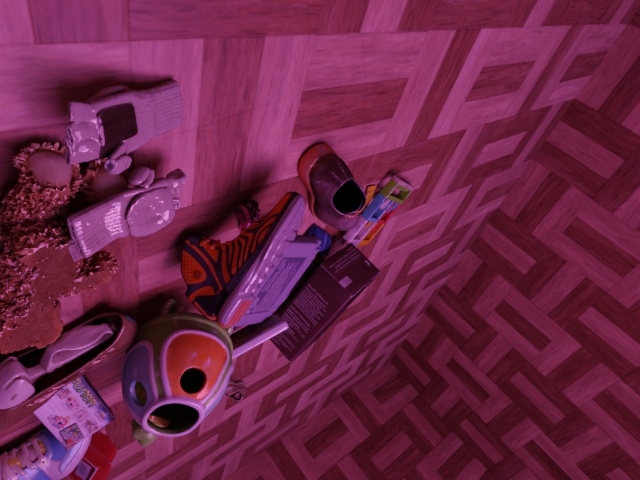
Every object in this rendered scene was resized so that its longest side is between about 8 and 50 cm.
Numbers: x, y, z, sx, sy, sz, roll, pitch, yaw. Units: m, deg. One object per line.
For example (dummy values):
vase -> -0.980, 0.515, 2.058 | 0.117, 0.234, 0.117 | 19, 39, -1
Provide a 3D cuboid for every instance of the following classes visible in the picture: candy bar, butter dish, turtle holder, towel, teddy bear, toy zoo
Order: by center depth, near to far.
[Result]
teddy bear -> -0.423, 0.007, 0.672 | 0.245, 0.113, 0.337 | -17, 136, -54
turtle holder -> -0.346, 0.314, 0.996 | 0.321, 0.227, 0.243 | -28, 128, 11
butter dish -> -0.620, 0.575, 1.200 | 0.160, 0.160, 0.118 | -54, 175, 20
towel -> 0.000, 0.000, 1.284 | 0.119, 0.029, 0.067 | 32, 67, -62
candy bar -> 0.126, -0.101, 1.349 | 0.040, 0.018, 0.161 | -17, 145, -44
toy zoo -> 0.177, -0.074, 1.420 | 0.293, 0.030, 0.192 | -51, 160, 16

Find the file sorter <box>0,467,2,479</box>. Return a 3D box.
file sorter -> -0.579, 0.257, 0.579 | 0.173, 0.193, 0.277 | -27, 123, -27

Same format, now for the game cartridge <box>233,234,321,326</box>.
game cartridge -> -0.137, 0.102, 1.129 | 0.294, 0.060, 0.196 | -54, 155, 20

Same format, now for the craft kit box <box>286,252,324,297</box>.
craft kit box -> -0.132, 0.097, 1.247 | 0.250, 0.061, 0.247 | -46, 156, 6

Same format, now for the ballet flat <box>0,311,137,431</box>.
ballet flat -> -0.513, 0.235, 0.834 | 0.343, 0.116, 0.124 | -29, 162, -31

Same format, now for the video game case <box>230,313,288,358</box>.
video game case -> -0.217, 0.282, 1.278 | 0.227, 0.026, 0.206 | -26, -174, -16

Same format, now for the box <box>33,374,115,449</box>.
box -> -0.555, 0.359, 0.973 | 0.114, 0.036, 0.206 | -30, 128, -25

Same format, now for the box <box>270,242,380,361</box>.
box -> -0.001, 0.200, 1.390 | 0.191, 0.143, 0.381 | -30, 164, -53

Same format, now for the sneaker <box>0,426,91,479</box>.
sneaker -> -0.696, 0.513, 0.994 | 0.319, 0.127, 0.208 | -42, 155, -5

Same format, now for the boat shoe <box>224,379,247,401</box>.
boat shoe -> -0.320, 0.575, 1.666 | 0.068, 0.072, 0.190 | -43, 154, -2

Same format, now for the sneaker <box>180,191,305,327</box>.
sneaker -> -0.177, 0.006, 0.920 | 0.321, 0.180, 0.124 | -56, 167, -4

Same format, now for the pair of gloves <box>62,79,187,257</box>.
pair of gloves -> -0.274, -0.104, 0.652 | 0.204, 0.042, 0.239 | -36, 144, -52

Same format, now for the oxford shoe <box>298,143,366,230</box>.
oxford shoe -> 0.050, -0.092, 1.126 | 0.130, 0.132, 0.363 | -43, 154, -2

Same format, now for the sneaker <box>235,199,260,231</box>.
sneaker -> -0.157, -0.048, 1.013 | 0.057, 0.047, 0.119 | -43, 158, -28
